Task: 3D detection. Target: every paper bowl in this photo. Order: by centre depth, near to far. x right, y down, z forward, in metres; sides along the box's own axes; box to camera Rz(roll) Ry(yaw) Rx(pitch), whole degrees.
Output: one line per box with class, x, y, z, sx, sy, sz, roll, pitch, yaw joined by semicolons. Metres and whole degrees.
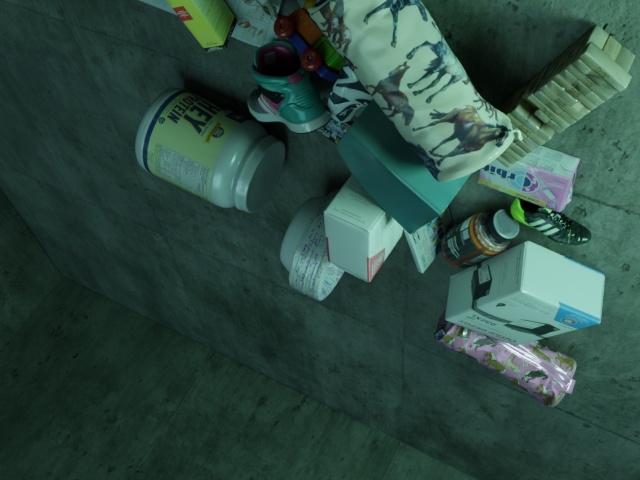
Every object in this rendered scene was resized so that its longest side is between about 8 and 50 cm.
paper bowl;0.000;0.000;1.877;0.148;0.284;0.284;27;152;12

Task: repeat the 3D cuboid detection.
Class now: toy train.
toy train;-0.018;-0.436;1.383;0.248;0.143;0.105;52;-161;15

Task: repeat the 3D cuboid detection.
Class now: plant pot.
plant pot;0.159;-0.163;1.426;0.234;0.165;0.166;39;161;-2

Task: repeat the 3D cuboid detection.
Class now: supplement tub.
supplement tub;0.371;-0.008;1.676;0.106;0.106;0.198;38;152;-9
supplement tub;-0.277;-0.226;1.852;0.325;0.235;0.235;26;151;13

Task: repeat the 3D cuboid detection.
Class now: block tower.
block tower;0.402;-0.244;1.283;0.091;0.097;0.335;36;154;-7

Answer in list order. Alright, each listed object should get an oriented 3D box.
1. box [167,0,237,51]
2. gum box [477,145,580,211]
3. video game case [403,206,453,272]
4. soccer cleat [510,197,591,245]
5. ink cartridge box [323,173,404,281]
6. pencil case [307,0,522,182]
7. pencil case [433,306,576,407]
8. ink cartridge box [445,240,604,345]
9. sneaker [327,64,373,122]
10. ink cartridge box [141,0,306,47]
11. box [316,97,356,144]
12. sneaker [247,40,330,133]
box;-0.253;-0.481;1.420;0.058;0.087;0.232;-1;150;28
gum box;0.421;-0.137;1.462;0.188;0.062;0.107;22;151;19
video game case;0.262;-0.021;1.726;0.019;0.143;0.157;24;153;38
soccer cleat;0.491;-0.044;1.546;0.179;0.060;0.072;26;150;19
ink cartridge box;0.133;-0.082;1.614;0.117;0.283;0.207;26;152;20
pencil case;0.169;-0.293;1.255;0.410;0.183;0.160;52;-168;-10
pencil case;0.504;0.297;1.979;0.386;0.167;0.160;31;120;2
ink cartridge box;0.474;0.136;1.720;0.223;0.129;0.307;21;155;-16
sneaker;0.110;-0.296;1.492;0.153;0.094;0.235;37;143;10
ink cartridge box;-0.194;-0.552;1.447;0.385;0.091;0.308;18;153;-9
box;0.046;-0.261;1.687;0.137;0.027;0.094;33;153;-1
sneaker;-0.100;-0.346;1.589;0.295;0.124;0.178;29;145;53
